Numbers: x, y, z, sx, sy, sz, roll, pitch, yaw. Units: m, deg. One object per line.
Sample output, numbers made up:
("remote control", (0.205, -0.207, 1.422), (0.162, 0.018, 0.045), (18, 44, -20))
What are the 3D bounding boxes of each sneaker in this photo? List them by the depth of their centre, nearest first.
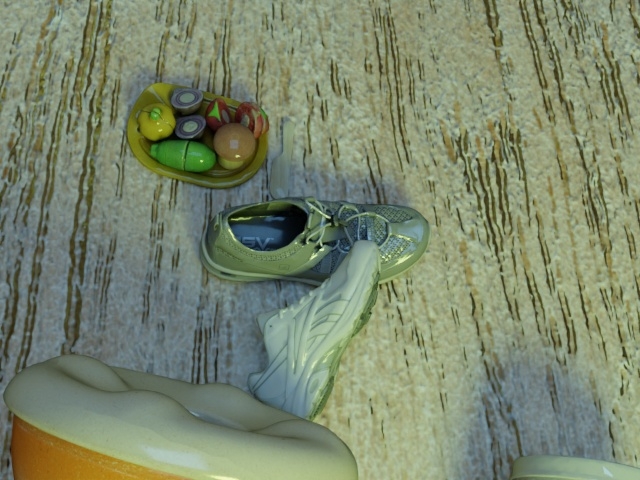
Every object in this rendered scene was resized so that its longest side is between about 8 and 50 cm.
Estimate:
("sneaker", (-0.013, 0.093, 1.143), (0.115, 0.090, 0.232), (27, 87, 12))
("sneaker", (0.000, 0.000, 1.184), (0.281, 0.115, 0.105), (-6, 71, -10))

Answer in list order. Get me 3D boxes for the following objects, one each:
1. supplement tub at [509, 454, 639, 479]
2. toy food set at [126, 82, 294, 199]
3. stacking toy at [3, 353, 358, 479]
("supplement tub", (0.270, 0.378, 1.046), (0.191, 0.191, 0.272), (13, 69, -4))
("toy food set", (-0.132, -0.137, 1.239), (0.218, 0.071, 0.128), (14, 69, -3))
("stacking toy", (-0.181, 0.375, 0.966), (0.351, 0.350, 0.479), (15, 87, -3))
